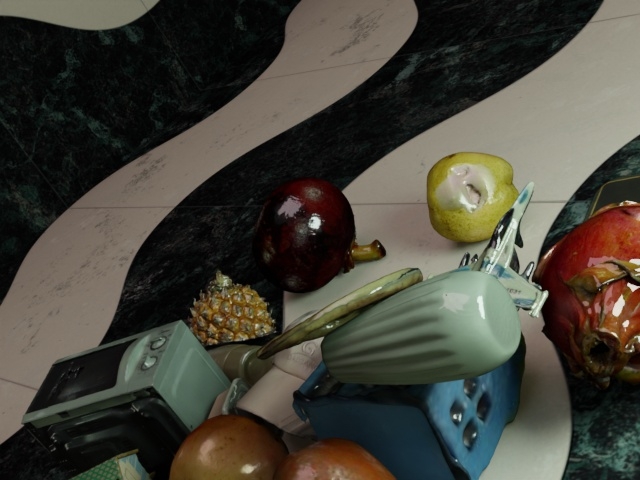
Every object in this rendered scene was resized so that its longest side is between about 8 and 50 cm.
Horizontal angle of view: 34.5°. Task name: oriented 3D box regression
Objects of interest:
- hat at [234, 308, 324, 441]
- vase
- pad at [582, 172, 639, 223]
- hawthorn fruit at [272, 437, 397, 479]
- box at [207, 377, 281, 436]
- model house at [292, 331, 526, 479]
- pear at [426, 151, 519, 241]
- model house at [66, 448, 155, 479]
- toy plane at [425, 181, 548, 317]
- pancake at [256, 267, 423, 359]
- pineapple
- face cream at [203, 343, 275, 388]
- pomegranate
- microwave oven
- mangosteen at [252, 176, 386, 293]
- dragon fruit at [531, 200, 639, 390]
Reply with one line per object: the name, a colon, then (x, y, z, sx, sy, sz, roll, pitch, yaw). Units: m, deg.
hat: (-0.014, 0.208, 1.615, 0.232, 0.161, 0.275, 14, 34, 40)
vase: (0.113, 0.118, 1.255, 0.248, 0.128, 0.128, -19, 28, 34)
pad: (0.585, -0.093, 1.638, 0.375, 0.063, 0.315, -10, 34, 39)
hawthorn fruit: (0.044, 0.371, 1.317, 0.251, 0.199, 0.199, 24, 57, 33)
box: (-0.126, 0.300, 1.703, 0.062, 0.122, 0.089, -33, 22, 32)
model house: (0.146, 0.202, 1.463, 0.237, 0.216, 0.303, -7, 30, 40)
pear: (0.277, -0.079, 1.855, 0.178, 0.178, 0.178, -26, 26, 14)
model house: (-0.303, 0.420, 1.582, 0.178, 0.206, 0.271, -27, 25, 13)
toy plane: (0.235, 0.034, 1.369, 0.192, 0.088, 0.262, 9, 51, 43)
pancake: (0.029, 0.097, 1.363, 0.250, 0.031, 0.250, -24, -9, -4)
pineapple: (-0.179, 0.124, 1.987, 0.161, 0.137, 0.176, -12, 3, -30)
face cream: (-0.201, 0.239, 1.956, 0.137, 0.084, 0.341, -44, 19, -29)
pomegranate: (-0.136, 0.357, 1.540, 0.191, 0.191, 0.191, -26, 26, 14)
microwave oven: (-0.324, 0.301, 1.784, 0.295, 0.237, 0.181, -19, 30, 26)
mangosteen: (0.000, 0.000, 2.028, 0.261, 0.236, 0.235, 19, 41, 5)
dragon fruit: (0.403, 0.069, 1.355, 0.250, 0.250, 0.315, 1, 43, 50)
